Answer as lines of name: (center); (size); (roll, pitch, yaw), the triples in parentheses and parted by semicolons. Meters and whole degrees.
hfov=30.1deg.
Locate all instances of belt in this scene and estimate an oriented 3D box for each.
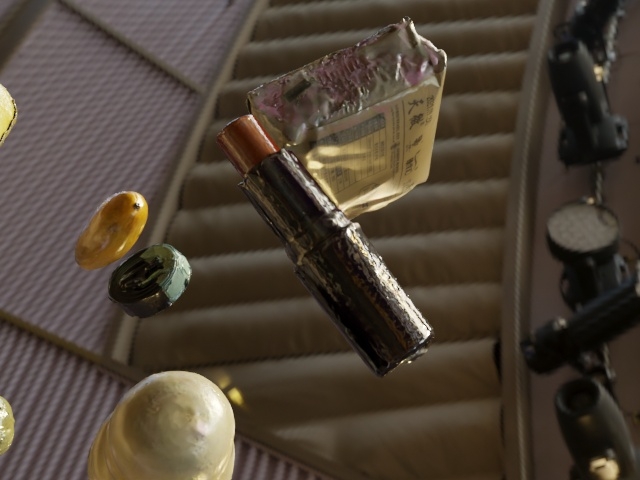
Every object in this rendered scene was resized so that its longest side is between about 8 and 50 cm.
belt: (-0.279, 0.065, 1.937); (0.140, 0.058, 0.105); (-33, -131, 2)

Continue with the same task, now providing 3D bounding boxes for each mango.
mango: (-0.319, -0.011, 1.787); (0.190, 0.075, 0.098); (-37, -160, 41)

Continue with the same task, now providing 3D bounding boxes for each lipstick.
lipstick: (0.000, 0.000, 1.174); (0.081, 0.081, 0.299); (-35, -99, -10)

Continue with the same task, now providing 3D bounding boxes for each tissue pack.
tissue pack: (0.032, -0.114, 1.360); (0.215, 0.256, 0.123); (-27, -110, -12)

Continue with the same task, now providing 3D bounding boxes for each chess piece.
chess piece: (-0.137, 0.186, 1.055); (0.143, 0.261, 0.142); (3, -106, -9)

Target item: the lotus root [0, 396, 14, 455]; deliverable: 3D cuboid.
lotus root: (-0.444, 0.214, 1.360); (0.183, 0.077, 0.090); (4, -122, -20)

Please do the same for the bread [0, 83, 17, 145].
bread: (-0.477, -0.144, 1.600); (0.094, 0.102, 0.245); (-43, -160, 16)
